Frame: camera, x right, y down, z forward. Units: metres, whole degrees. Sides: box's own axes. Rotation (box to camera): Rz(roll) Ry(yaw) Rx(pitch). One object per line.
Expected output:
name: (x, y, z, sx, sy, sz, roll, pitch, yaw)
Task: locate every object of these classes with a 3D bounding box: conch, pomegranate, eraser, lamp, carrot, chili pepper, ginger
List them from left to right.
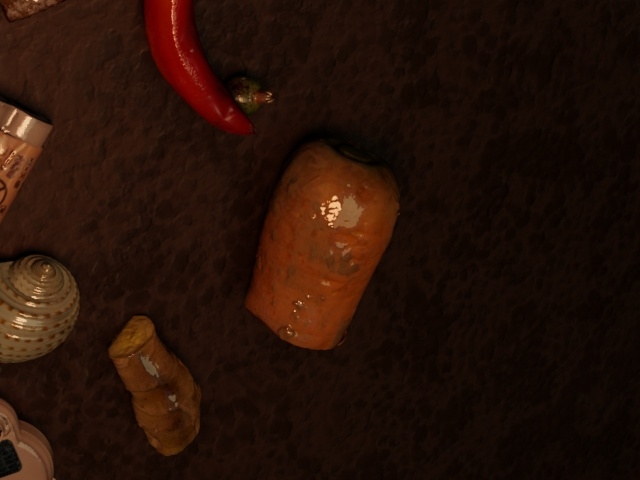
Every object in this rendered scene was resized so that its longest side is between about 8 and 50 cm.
eraser: (-0.518, -0.075, 1.587, 0.171, 0.087, 0.290, 26, 97, -42)
lamp: (-0.528, 0.345, 1.775, 0.179, 0.108, 0.246, -18, 121, -11)
conch: (-0.452, 0.121, 1.692, 0.172, 0.131, 0.200, -15, 124, -51)
ginger: (-0.277, 0.255, 1.910, 0.109, 0.116, 0.263, -64, 142, -50)
chili pepper: (-0.198, -0.319, 1.674, 0.137, 0.092, 0.368, -21, 121, -18)
pomegranate: (-0.122, -0.231, 1.782, 0.073, 0.084, 0.073, -16, 116, -34)
carrot: (0.000, 0.000, 1.902, 0.224, 0.224, 0.340, 8, 114, -37)

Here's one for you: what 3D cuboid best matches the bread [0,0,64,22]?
bread: (-0.271, -0.456, 1.502, 0.416, 0.113, 0.165, -27, 115, -7)
